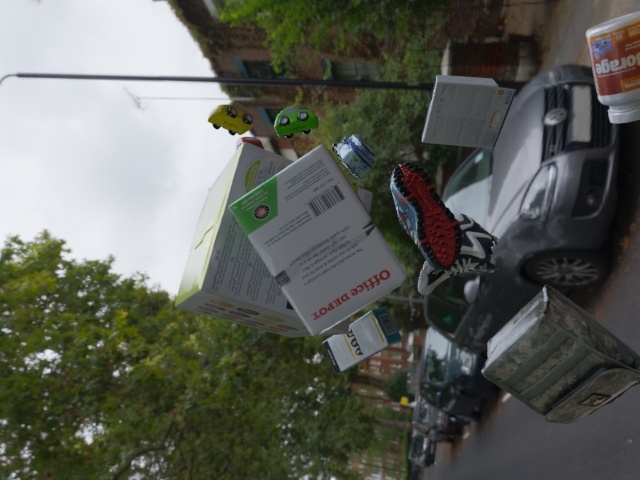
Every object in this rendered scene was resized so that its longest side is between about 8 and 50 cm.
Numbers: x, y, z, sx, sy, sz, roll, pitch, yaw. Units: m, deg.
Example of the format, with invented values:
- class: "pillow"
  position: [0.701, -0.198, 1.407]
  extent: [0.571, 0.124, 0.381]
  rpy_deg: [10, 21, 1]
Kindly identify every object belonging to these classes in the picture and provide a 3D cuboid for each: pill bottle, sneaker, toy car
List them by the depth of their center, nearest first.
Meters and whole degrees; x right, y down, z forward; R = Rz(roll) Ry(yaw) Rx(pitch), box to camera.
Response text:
- class: "pill bottle"
  position: [0.670, -0.376, 1.103]
  extent: [0.121, 0.121, 0.216]
  rpy_deg: [-57, -52, -63]
- class: "toy car"
  position: [-0.116, -0.254, 1.116]
  extent: [0.239, 0.224, 0.053]
  rpy_deg: [68, -170, -69]
- class: "sneaker"
  position: [0.242, -0.049, 1.162]
  extent: [0.125, 0.104, 0.262]
  rpy_deg: [96, 155, -72]
- class: "sneaker"
  position: [0.358, 0.060, 1.251]
  extent: [0.235, 0.153, 0.094]
  rpy_deg: [-52, -26, -16]

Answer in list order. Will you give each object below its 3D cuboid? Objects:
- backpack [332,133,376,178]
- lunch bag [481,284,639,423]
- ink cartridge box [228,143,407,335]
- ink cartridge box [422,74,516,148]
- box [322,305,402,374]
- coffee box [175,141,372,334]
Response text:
- class: "backpack"
  position: [0.099, -0.231, 1.369]
  extent: [0.105, 0.084, 0.114]
  rpy_deg: [39, -163, -28]
- class: "lunch bag"
  position: [0.569, 0.293, 1.173]
  extent: [0.235, 0.287, 0.169]
  rpy_deg: [-59, -7, 36]
- class: "ink cartridge box"
  position: [0.000, 0.000, 0.951]
  extent: [0.289, 0.211, 0.121]
  rpy_deg: [58, -173, -1]
- class: "ink cartridge box"
  position: [0.429, -0.374, 1.475]
  extent: [0.223, 0.223, 0.045]
  rpy_deg: [94, -176, -51]
- class: "box"
  position: [0.109, 0.280, 1.385]
  extent: [0.060, 0.244, 0.101]
  rpy_deg: [-8, -114, -42]
- class: "coffee box"
  position: [-0.120, 0.025, 1.195]
  extent: [0.337, 0.334, 0.339]
  rpy_deg: [-27, 47, 63]
